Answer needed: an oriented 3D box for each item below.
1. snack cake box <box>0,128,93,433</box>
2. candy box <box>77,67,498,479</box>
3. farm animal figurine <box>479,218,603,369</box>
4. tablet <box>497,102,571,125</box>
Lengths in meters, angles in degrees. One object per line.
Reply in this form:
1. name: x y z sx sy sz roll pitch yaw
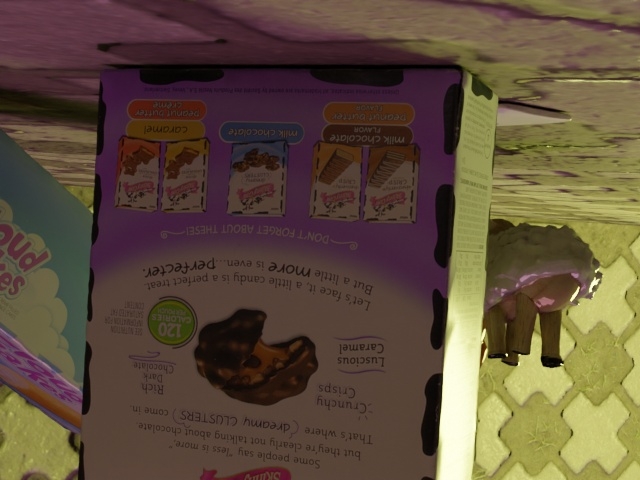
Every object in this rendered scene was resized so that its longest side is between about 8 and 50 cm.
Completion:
1. snack cake box: -0.187 0.026 0.702 0.152 0.089 0.264 6 147 49
2. candy box: -0.015 0.027 0.501 0.164 0.196 0.070 4 180 21
3. farm animal figurine: 0.000 0.000 0.861 0.330 0.172 0.327 11 166 -14
4. tablet: 0.080 -0.063 0.588 0.054 0.006 0.083 3 -179 -41
